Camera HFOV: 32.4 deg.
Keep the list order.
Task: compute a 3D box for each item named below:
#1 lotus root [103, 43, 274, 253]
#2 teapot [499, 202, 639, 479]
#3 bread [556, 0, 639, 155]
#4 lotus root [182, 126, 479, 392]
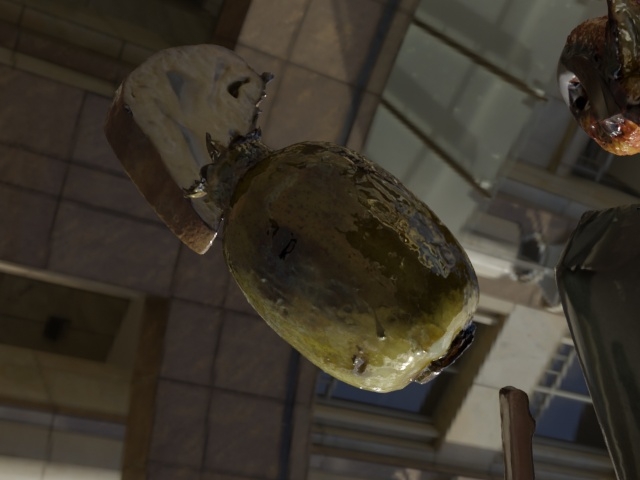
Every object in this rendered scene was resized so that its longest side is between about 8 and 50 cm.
[{"bbox_3d":[-0.148,-0.121,1.211,0.074,0.170,0.260,-46,-164,43],"label":"lotus root"},{"bbox_3d":[0.271,0.142,0.739,0.253,0.300,0.344,150,-63,-84],"label":"teapot"},{"bbox_3d":[0.285,-0.152,1.021,0.269,0.095,0.139,107,-40,-87],"label":"bread"},{"bbox_3d":[-0.001,0.000,0.854,0.278,0.154,0.154,43,-57,8],"label":"lotus root"}]
